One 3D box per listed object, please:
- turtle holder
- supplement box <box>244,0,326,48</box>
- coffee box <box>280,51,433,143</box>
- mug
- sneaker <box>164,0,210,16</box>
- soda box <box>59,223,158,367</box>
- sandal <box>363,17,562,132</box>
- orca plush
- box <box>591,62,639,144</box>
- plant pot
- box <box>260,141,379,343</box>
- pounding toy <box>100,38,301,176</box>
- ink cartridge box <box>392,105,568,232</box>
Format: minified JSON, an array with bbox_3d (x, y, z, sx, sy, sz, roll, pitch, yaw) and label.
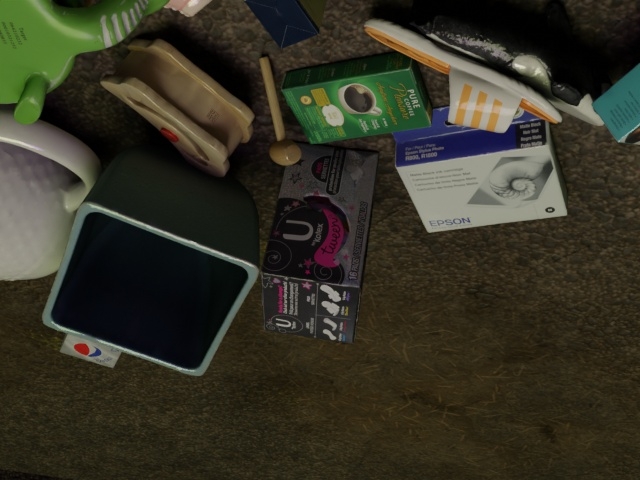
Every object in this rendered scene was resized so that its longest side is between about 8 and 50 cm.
[{"bbox_3d":[-0.361,-0.296,0.949,0.320,0.228,0.243,-14,136,29],"label":"turtle holder"},{"bbox_3d":[-0.039,-0.291,0.992,0.056,0.083,0.083,-13,138,30],"label":"supplement box"},{"bbox_3d":[0.052,-0.192,1.139,0.184,0.041,0.113,-6,141,23],"label":"coffee box"},{"bbox_3d":[-0.478,-0.094,1.207,0.374,0.276,0.328,-13,147,38],"label":"mug"},{"bbox_3d":[-0.191,-0.303,1.042,0.134,0.051,0.070,-13,133,23],"label":"sneaker"},{"bbox_3d":[-0.331,0.054,1.363,0.091,0.286,0.098,20,145,-14],"label":"soda box"},{"bbox_3d":[0.161,-0.183,1.015,0.265,0.076,0.102,28,-171,12],"label":"sandal"},{"bbox_3d":[0.248,-0.243,1.012,0.287,0.102,0.151,25,-172,-3],"label":"orca plush"},{"bbox_3d":[0.431,-0.205,0.931,0.100,0.060,0.244,-3,148,-46],"label":"box"},{"bbox_3d":[-0.230,0.000,1.241,0.247,0.252,0.248,22,127,-12],"label":"plant pot"},{"bbox_3d":[0.000,0.000,1.236,0.142,0.247,0.163,7,144,4],"label":"box"},{"bbox_3d":[-0.151,-0.193,1.168,0.269,0.155,0.154,37,166,-18],"label":"pounding toy"},{"bbox_3d":[0.228,-0.104,1.208,0.223,0.045,0.224,-7,140,24],"label":"ink cartridge box"}]
